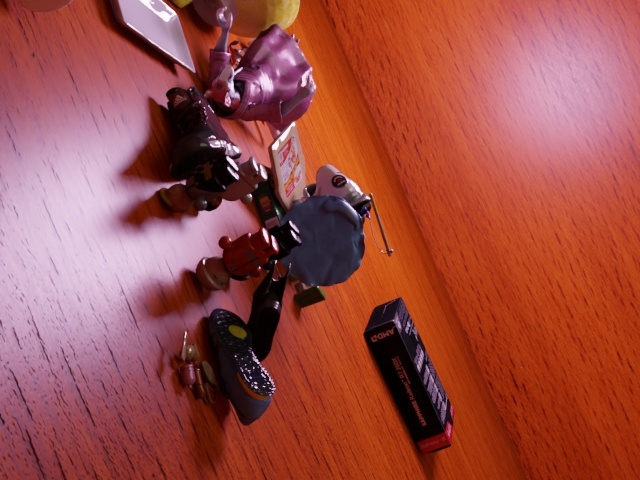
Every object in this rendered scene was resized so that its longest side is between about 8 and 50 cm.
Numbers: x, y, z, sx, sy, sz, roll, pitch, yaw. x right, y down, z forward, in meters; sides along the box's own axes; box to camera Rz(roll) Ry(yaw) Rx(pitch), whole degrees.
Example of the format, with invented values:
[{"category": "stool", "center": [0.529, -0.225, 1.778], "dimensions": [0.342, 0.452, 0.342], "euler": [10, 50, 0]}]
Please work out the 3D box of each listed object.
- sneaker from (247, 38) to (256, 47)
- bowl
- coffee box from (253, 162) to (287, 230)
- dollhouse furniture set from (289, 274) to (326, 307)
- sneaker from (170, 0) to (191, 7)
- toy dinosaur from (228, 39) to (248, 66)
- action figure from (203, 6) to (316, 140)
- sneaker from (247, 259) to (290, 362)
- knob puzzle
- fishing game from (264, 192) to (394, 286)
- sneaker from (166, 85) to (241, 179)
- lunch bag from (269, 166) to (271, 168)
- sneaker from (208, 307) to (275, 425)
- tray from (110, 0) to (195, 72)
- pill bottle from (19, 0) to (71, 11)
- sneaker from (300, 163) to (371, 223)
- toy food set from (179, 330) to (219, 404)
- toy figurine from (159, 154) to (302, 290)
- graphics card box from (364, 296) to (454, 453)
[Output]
[{"category": "sneaker", "center": [-0.119, -0.464, 2.402], "dimensions": [0.235, 0.090, 0.095], "euler": [38, 41, -59]}, {"category": "bowl", "center": [-0.205, -0.575, 2.046], "dimensions": [0.156, 0.289, 0.289], "euler": [-42, 114, -29]}, {"category": "coffee box", "center": [-0.099, -0.071, 1.942], "dimensions": [0.184, 0.040, 0.113], "euler": [70, 15, 13]}, {"category": "dollhouse furniture set", "center": [-0.025, 0.077, 1.945], "dimensions": [0.076, 0.058, 0.152], "euler": [59, 17, -30]}, {"category": "sneaker", "center": [-0.309, -0.593, 1.833], "dimensions": [0.300, 0.121, 0.111], "euler": [29, 39, -67]}, {"category": "toy dinosaur", "center": [-0.203, -0.453, 2.168], "dimensions": [0.082, 0.047, 0.090], "euler": [52, 21, 18]}, {"category": "action figure", "center": [-0.165, -0.339, 1.949], "dimensions": [0.248, 0.276, 0.370], "euler": [49, 35, 2]}, {"category": "sneaker", "center": [-0.092, 0.120, 1.468], "dimensions": [0.051, 0.170, 0.089], "euler": [17, 36, -12]}, {"category": "knob puzzle", "center": [-0.074, -0.141, 1.953], "dimensions": [0.213, 0.030, 0.213], "euler": [-3, 90, -72]}, {"category": "fishing game", "center": [0.000, 0.000, 1.797], "dimensions": [0.041, 0.264, 0.189], "euler": [-163, -131, -79]}, {"category": "sneaker", "center": [-0.235, -0.198, 1.576], "dimensions": [0.162, 0.106, 0.281], "euler": [60, 6, 0]}, {"category": "lunch bag", "center": [-0.080, -0.134, 2.054], "dimensions": [0.065, 0.067, 0.098], "euler": [59, 18, -26]}, {"category": "sneaker", "center": [-0.137, 0.193, 1.389], "dimensions": [0.069, 0.082, 0.209], "euler": [9, 34, -35]}, {"category": "tray", "center": [-0.325, -0.413, 1.686], "dimensions": [0.270, 0.030, 0.145], "euler": [26, 42, -68]}, {"category": "pill bottle", "center": [-0.406, -0.425, 1.261], "dimensions": [0.108, 0.108, 0.193], "euler": [25, 44, -69]}, {"category": "sneaker", "center": [0.016, -0.051, 1.981], "dimensions": [0.146, 0.122, 0.330], "euler": [52, -29, 18]}, {"category": "toy food set", "center": [-0.181, 0.194, 1.298], "dimensions": [0.078, 0.019, 0.122], "euler": [-92, 162, -54]}, {"category": "toy figurine", "center": [-0.153, -0.031, 1.511], "dimensions": [0.209, 0.148, 0.213], "euler": [61, 17, 1]}, {"category": "graphics card box", "center": [0.244, 0.356, 2.405], "dimensions": [0.371, 0.094, 0.233], "euler": [66, 15, -8]}]
